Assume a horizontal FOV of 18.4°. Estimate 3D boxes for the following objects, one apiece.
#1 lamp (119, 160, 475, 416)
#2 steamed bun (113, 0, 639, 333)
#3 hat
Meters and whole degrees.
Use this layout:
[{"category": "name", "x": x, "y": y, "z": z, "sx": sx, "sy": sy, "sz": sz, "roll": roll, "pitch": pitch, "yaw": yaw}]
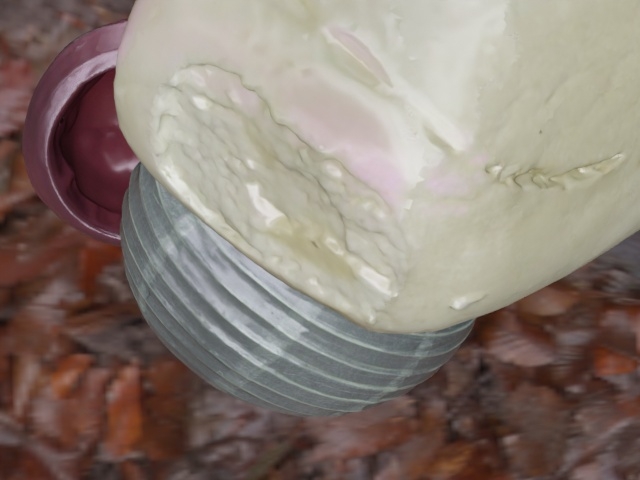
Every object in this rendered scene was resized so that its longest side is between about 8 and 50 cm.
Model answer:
[{"category": "lamp", "x": 0.000, "y": 0.000, "z": 1.320, "sx": 0.265, "sy": 0.233, "sz": 0.233, "roll": 34, "pitch": 102, "yaw": -21}, {"category": "steamed bun", "x": 0.057, "y": -0.087, "z": 0.656, "sx": 0.238, "sy": 0.152, "sz": 0.170, "roll": -35, "pitch": 58, "yaw": -29}, {"category": "hat", "x": -0.134, "y": -0.086, "z": 1.545, "sx": 0.205, "sy": 0.089, "sz": 0.205, "roll": -2, "pitch": 121, "yaw": -3}]
